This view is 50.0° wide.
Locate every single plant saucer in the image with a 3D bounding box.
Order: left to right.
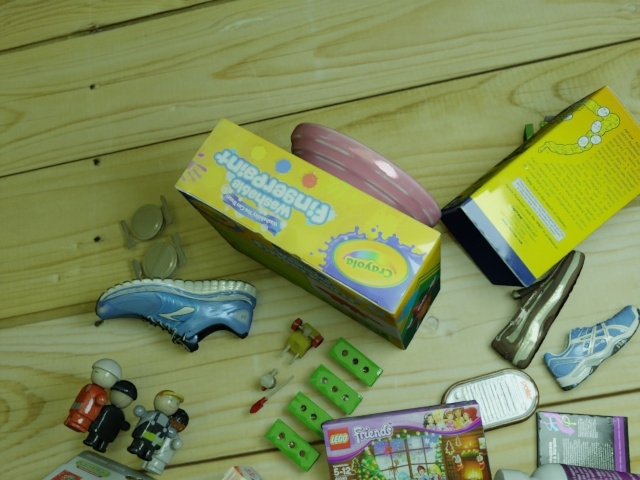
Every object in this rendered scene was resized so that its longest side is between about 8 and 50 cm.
[{"bbox_3d":[0.073,-0.101,1.337,0.332,0.332,0.084,31,84,17],"label":"plant saucer"}]

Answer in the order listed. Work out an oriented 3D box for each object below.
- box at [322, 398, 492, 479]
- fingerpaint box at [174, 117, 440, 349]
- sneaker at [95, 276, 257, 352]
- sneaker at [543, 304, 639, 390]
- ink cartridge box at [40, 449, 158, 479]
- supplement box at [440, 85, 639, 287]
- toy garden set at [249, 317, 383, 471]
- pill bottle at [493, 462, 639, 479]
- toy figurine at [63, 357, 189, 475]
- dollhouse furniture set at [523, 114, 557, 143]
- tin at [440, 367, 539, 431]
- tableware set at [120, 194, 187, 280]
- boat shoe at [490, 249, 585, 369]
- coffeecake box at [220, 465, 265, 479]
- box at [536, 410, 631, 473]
[{"bbox_3d":[0.163,0.417,1.271,0.293,0.057,0.201,-10,85,6],"label":"box"},{"bbox_3d":[0.000,0.000,1.296,0.445,0.371,0.163,29,80,18],"label":"fingerpaint box"},{"bbox_3d":[-0.298,0.155,1.413,0.330,0.130,0.147,1,78,-1],"label":"sneaker"},{"bbox_3d":[0.517,0.188,1.299,0.211,0.080,0.081,-40,73,-6],"label":"sneaker"},{"bbox_3d":[-0.407,0.556,1.286,0.309,0.272,0.130,18,107,15],"label":"ink cartridge box"},{"bbox_3d":[0.436,-0.095,1.320,0.356,0.194,0.195,-39,90,-5],"label":"supplement box"},{"bbox_3d":[-0.026,0.296,1.376,0.204,0.049,0.244,37,82,17],"label":"toy garden set"},{"bbox_3d":[0.448,0.468,1.155,0.301,0.169,0.169,8,73,3],"label":"pill bottle"},{"bbox_3d":[-0.364,0.341,1.335,0.209,0.213,0.148,18,60,11],"label":"toy figurine"},{"bbox_3d":[0.507,-0.225,1.447,0.152,0.058,0.076,-2,72,9],"label":"dollhouse furniture set"},{"bbox_3d":[0.325,0.310,1.317,0.190,0.040,0.106,-17,74,4],"label":"tin"},{"bbox_3d":[-0.365,0.005,1.533,0.128,0.039,0.194,-30,64,12],"label":"tableware set"},{"bbox_3d":[0.418,0.117,1.334,0.095,0.095,0.257,29,79,23],"label":"boat shoe"},{"bbox_3d":[-0.101,0.505,1.267,0.185,0.142,0.068,38,81,18],"label":"coffeecake box"},{"bbox_3d":[0.483,0.379,1.270,0.162,0.029,0.116,3,72,9],"label":"box"}]
